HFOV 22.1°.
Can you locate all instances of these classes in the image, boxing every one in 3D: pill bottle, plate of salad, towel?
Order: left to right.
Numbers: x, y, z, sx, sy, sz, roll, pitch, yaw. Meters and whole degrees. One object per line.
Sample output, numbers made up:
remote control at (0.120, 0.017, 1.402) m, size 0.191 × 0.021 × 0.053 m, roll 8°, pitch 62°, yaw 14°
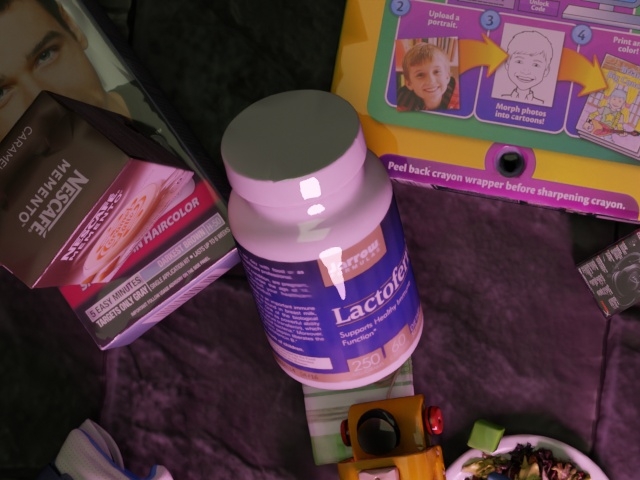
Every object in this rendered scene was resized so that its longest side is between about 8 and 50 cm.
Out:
pill bottle at (0.000, 0.000, 1.505) m, size 0.153 × 0.153 × 0.264 m, roll -10°, pitch 133°, yaw 8°
towel at (0.038, 0.143, 1.633) m, size 0.113 × 0.023 × 0.152 m, roll -7°, pitch 91°, yaw 10°
plate of salad at (0.198, 0.289, 1.595) m, size 0.200 × 0.048 × 0.199 m, roll 0°, pitch 90°, yaw 8°

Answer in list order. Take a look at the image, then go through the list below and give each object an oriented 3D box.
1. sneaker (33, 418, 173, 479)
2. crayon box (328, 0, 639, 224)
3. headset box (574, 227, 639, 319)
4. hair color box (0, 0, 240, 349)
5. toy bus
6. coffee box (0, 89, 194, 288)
sneaker at (-0.290, 0.290, 1.641) m, size 0.323 × 0.130 × 0.236 m, roll 6°, pitch 69°, yaw 24°
crayon box at (0.203, -0.192, 1.567) m, size 0.363 × 0.106 × 0.313 m, roll 11°, pitch 90°, yaw 8°
headset box at (0.297, 0.030, 1.590) m, size 0.083 × 0.032 × 0.062 m, roll -31°, pitch 86°, yaw 6°
hair color box at (-0.239, -0.097, 1.623) m, size 0.185 × 0.113 × 0.374 m, roll -37°, pitch 85°, yaw 6°
toy bus at (0.067, 0.225, 1.557) m, size 0.202 × 0.104 × 0.191 m, roll 36°, pitch 99°, yaw 13°
coffee box at (-0.213, -0.040, 1.438) m, size 0.098 × 0.246 × 0.141 m, roll 38°, pitch 95°, yaw 6°
